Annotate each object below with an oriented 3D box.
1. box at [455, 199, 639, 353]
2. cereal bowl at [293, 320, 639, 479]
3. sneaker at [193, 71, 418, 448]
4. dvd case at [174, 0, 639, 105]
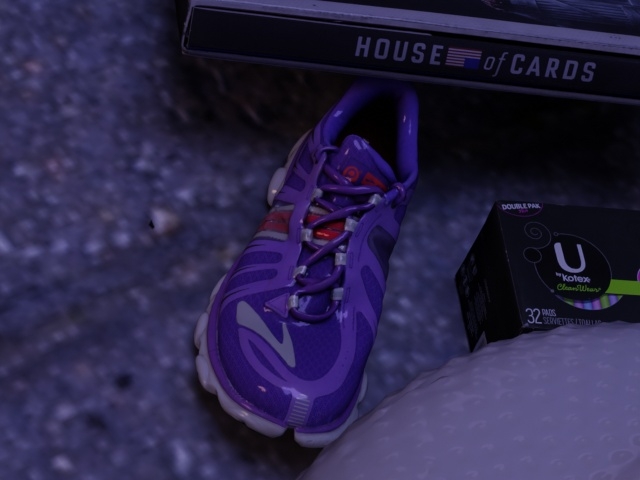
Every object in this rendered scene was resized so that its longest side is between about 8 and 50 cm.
[{"bbox_3d":[0.103,0.025,0.763,0.083,0.052,0.062,3,53,-17],"label":"box"},{"bbox_3d":[0.135,0.157,0.612,0.339,0.141,0.339,11,49,-13],"label":"cereal bowl"},{"bbox_3d":[0.000,0.000,0.732,0.068,0.071,0.170,19,50,-6],"label":"sneaker"},{"bbox_3d":[0.056,-0.115,0.825,0.238,0.030,0.179,6,31,-11],"label":"dvd case"}]
